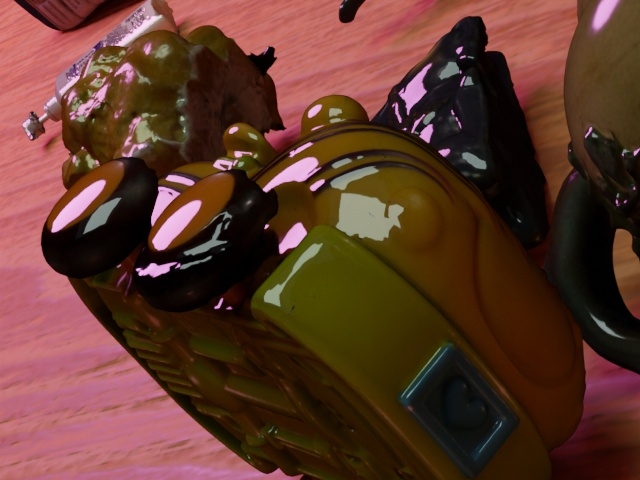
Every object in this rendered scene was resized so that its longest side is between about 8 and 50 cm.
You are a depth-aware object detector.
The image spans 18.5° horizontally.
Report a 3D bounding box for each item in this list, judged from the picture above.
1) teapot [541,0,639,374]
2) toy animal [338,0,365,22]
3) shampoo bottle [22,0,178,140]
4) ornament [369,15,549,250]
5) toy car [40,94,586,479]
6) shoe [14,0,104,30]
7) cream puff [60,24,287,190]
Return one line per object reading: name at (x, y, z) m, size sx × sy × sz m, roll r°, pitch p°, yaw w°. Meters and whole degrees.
teapot at (0.182, -0.038, 0.733) m, size 0.269 × 0.173 × 0.182 m, roll -54°, pitch 50°, yaw 33°
toy animal at (0.095, -0.252, 1.236) m, size 0.137 × 0.082 × 0.269 m, roll -22°, pitch 37°, yaw 41°
shampoo bottle at (-0.164, -0.123, 1.447) m, size 0.141 × 0.034 × 0.049 m, roll -38°, pitch 34°, yaw 10°
ornament at (0.000, 0.000, 0.992) m, size 0.236 × 0.080 × 0.202 m, roll -31°, pitch 26°, yaw 17°
toy car at (0.010, 0.024, 0.798) m, size 0.142 × 0.200 × 0.248 m, roll -50°, pitch 30°, yaw -18°
shoe at (-0.171, -0.247, 1.572) m, size 0.207 × 0.091 × 0.106 m, roll -18°, pitch 41°, yaw 46°
cream puff at (-0.099, -0.053, 1.152) m, size 0.156 × 0.121 × 0.156 m, roll -35°, pitch 31°, yaw 25°
